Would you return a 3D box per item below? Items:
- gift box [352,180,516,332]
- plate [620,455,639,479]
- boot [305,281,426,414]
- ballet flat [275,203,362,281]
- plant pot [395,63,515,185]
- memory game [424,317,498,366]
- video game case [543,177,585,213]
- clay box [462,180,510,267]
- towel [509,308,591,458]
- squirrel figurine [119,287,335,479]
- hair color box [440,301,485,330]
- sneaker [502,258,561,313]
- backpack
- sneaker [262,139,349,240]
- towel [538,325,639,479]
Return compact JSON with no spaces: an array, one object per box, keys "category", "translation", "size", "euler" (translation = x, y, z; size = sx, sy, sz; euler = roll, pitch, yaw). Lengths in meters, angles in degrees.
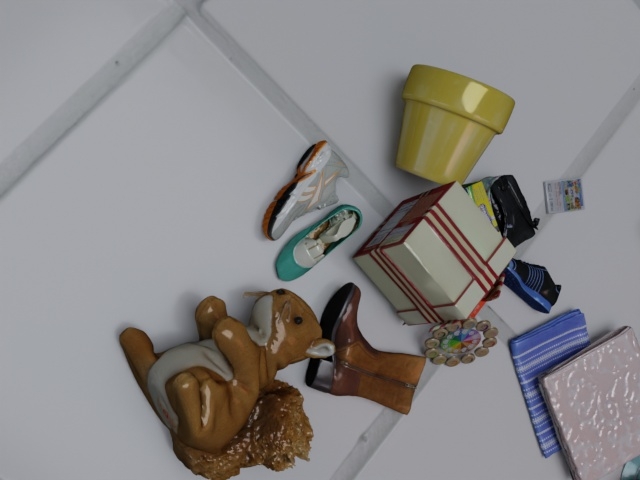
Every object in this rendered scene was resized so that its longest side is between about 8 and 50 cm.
[{"category":"gift box","translation":[0.250,0.061,1.654],"size":[0.258,0.255,0.276],"euler":[48,68,-12]},{"category":"plate","translation":[0.917,0.670,2.014],"size":[0.188,0.024,0.188],"euler":[1,88,-21]},{"category":"boot","translation":[0.132,0.254,1.683],"size":[0.281,0.096,0.264],"euler":[18,82,-21]},{"category":"ballet flat","translation":[0.000,0.000,1.641],"size":[0.247,0.087,0.083],"euler":[-41,103,-17]},{"category":"plant pot","translation":[0.292,-0.255,1.692],"size":[0.254,0.254,0.239],"euler":[17,99,-20]},{"category":"memory game","translation":[0.338,0.247,1.739],"size":[0.186,0.186,0.012],"euler":[11,41,-21]},{"category":"video game case","translation":[0.654,-0.120,1.939],"size":[0.122,0.011,0.087],"euler":[-7,90,-21]},{"category":"clay box","translation":[0.378,-0.029,1.767],"size":[0.053,0.127,0.222],"euler":[-23,96,-20]},{"category":"towel","translation":[0.641,0.372,1.907],"size":[0.243,0.040,0.336],"euler":[-21,96,-20]},{"category":"squirrel figurine","translation":[-0.153,0.293,1.517],"size":[0.370,0.281,0.396],"euler":[-28,113,-30]},{"category":"hair color box","translation":[0.360,0.140,1.775],"size":[0.053,0.093,0.167],"euler":[44,75,-15]},{"category":"sneaker","translation":[0.527,0.089,1.852],"size":[0.232,0.081,0.090],"euler":[41,72,-22]},{"category":"backpack","translation":[0.447,-0.072,1.801],"size":[0.152,0.115,0.182],"euler":[-30,103,-35]},{"category":"sneaker","translation":[-0.023,-0.094,1.633],"size":[0.121,0.099,0.262],"euler":[39,77,-20]},{"category":"towel","translation":[0.747,0.436,1.905],"size":[0.317,0.053,0.331],"euler":[-24,99,-17]}]
